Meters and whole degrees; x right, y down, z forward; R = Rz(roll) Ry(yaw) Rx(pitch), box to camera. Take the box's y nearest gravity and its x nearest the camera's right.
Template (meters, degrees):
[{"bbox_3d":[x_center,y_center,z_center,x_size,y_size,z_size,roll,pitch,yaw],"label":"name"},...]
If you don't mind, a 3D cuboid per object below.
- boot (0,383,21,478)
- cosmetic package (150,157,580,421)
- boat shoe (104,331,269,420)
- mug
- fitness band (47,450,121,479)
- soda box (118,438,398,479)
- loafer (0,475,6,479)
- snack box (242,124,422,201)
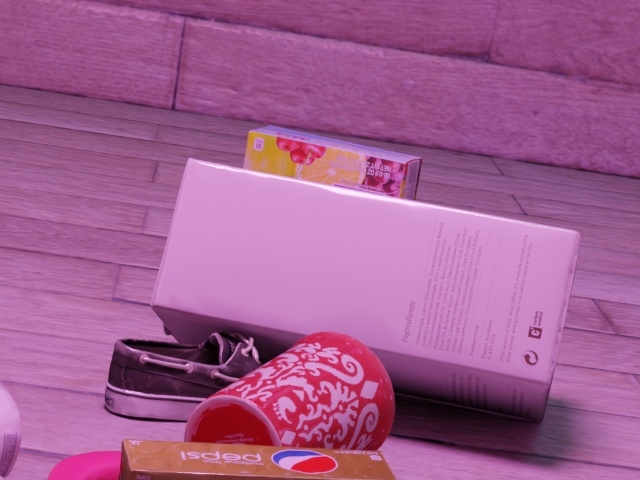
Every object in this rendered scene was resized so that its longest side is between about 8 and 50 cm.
[{"bbox_3d":[-0.334,0.110,1.548,0.123,0.095,0.258,10,11,-33],"label":"boot"},{"bbox_3d":[0.045,0.051,1.850,0.365,0.155,0.197,12,-13,6],"label":"cosmetic package"},{"bbox_3d":[-0.082,0.120,1.760,0.219,0.070,0.078,3,14,-27],"label":"boat shoe"},{"bbox_3d":[-0.038,0.159,1.604,0.113,0.150,0.169,50,28,10],"label":"mug"},{"bbox_3d":[-0.085,0.212,1.389,0.209,0.054,0.291,2,13,-18],"label":"fitness band"},{"bbox_3d":[-0.044,0.173,1.328,0.181,0.058,0.061,3,14,-12],"label":"soda box"},{"bbox_3d":[-0.208,0.183,1.112,0.111,0.112,0.319,9,-12,-6],"label":"loafer"},{"bbox_3d":[0.000,0.000,2.050,0.174,0.207,0.070,12,12,18],"label":"snack box"}]
